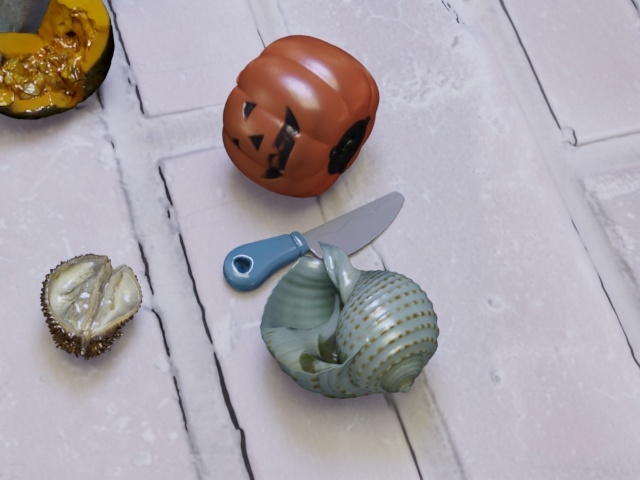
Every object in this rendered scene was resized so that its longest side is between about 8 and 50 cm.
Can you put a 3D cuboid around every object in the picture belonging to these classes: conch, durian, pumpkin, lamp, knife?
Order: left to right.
[{"bbox_3d":[-0.321,-0.208,1.738,0.183,0.107,0.119,-29,69,-4],"label":"pumpkin"},{"bbox_3d":[-0.252,0.085,1.597,0.110,0.071,0.140,9,46,-6],"label":"durian"},{"bbox_3d":[-0.030,-0.147,1.691,0.164,0.187,0.187,35,63,15],"label":"lamp"},{"bbox_3d":[0.000,0.002,1.702,0.244,0.032,0.058,-20,63,-21],"label":"knife"},{"bbox_3d":[0.039,0.099,1.588,0.172,0.131,0.200,-36,37,4],"label":"conch"}]

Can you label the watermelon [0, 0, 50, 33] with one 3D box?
[{"bbox_3d":[-0.375,-0.368,1.783,0.387,0.228,0.258,5,91,-28],"label":"watermelon"}]
